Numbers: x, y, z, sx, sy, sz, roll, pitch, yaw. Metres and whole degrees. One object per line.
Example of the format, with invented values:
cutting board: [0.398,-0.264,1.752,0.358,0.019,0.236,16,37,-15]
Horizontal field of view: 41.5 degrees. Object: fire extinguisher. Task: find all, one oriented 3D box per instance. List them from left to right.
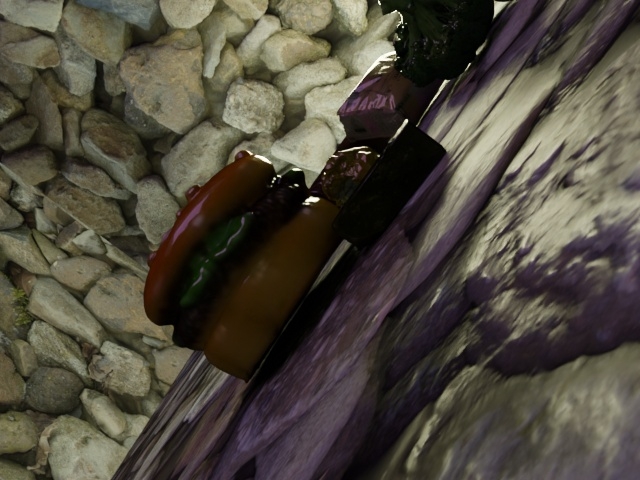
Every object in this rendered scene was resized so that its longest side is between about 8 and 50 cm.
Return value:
fire extinguisher: [0.085,-0.189,2.129,0.337,0.114,0.135,-56,-21,-30]

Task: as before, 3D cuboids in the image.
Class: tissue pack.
tissue pack: [0.180,-0.365,2.054,0.215,0.123,0.257,2,50,44]

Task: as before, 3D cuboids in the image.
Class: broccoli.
broccoli: [0.239,-0.472,1.817,0.270,0.270,0.270,-39,33,31]

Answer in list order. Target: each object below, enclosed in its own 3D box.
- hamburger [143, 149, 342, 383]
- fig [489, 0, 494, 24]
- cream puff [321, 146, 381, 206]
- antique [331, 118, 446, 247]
hamburger: [-0.152,0.046,1.537,0.396,0.277,0.396,-56,-4,-5]
fig: [0.332,-0.552,2.025,0.181,0.181,0.191,-53,32,1]
cream puff: [0.077,-0.124,1.609,0.156,0.156,0.121,134,153,-56]
antique: [0.108,-0.087,1.395,0.221,0.080,0.081,-54,4,10]
